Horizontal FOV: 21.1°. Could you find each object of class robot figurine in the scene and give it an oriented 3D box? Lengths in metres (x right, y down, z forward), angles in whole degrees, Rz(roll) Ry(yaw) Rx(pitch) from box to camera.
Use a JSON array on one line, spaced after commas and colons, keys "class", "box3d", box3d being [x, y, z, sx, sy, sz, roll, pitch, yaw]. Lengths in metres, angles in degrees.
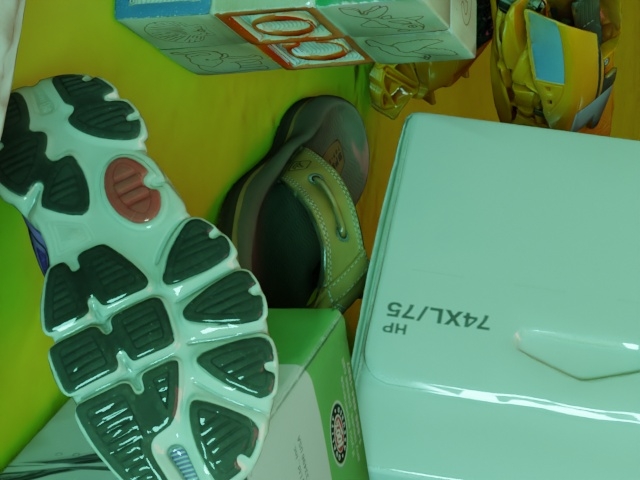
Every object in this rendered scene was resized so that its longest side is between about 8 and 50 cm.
[{"class": "robot figurine", "box3d": [0.075, -0.158, 0.867, 0.085, 0.211, 0.291, -41, 144, -21]}]

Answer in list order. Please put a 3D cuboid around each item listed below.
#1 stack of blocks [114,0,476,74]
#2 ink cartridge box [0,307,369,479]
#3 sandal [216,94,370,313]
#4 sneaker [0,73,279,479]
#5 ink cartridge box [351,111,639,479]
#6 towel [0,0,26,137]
[{"class": "stack of blocks", "box3d": [0.016, -0.226, 0.720, 0.087, 0.171, 0.297, 29, 61, -67]}, {"class": "ink cartridge box", "box3d": [-0.052, 0.140, 0.601, 0.219, 0.093, 0.160, -50, 135, -61]}, {"class": "sandal", "box3d": [0.000, 0.000, 0.815, 0.219, 0.060, 0.090, -62, 145, -55]}, {"class": "sneaker", "box3d": [-0.058, 0.018, 0.566, 0.071, 0.068, 0.170, 76, -10, -54]}, {"class": "ink cartridge box", "box3d": [0.119, 0.105, 0.841, 0.270, 0.198, 0.197, 89, 11, -54]}, {"class": "towel", "box3d": [-0.156, -0.071, 0.322, 0.332, 0.053, 0.316, 24, 76, -68]}]
